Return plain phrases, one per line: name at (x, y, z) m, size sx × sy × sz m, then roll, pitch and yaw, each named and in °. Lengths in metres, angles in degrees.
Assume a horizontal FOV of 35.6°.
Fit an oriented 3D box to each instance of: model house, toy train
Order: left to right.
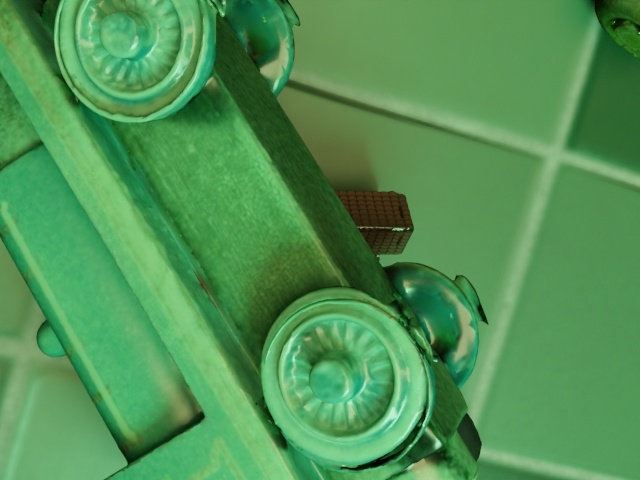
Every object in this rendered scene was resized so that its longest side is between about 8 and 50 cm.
toy train at (-0.062, 0.011, 0.445) m, size 0.194 × 0.120 × 0.298 m, roll -33°, pitch 84°, yaw 21°
model house at (0.000, 0.000, 0.519) m, size 0.083 × 0.058 × 0.057 m, roll 2°, pitch 99°, yaw -13°

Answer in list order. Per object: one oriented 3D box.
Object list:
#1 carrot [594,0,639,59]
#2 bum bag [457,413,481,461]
carrot at (0.253, -0.224, 0.540) m, size 0.078 × 0.078 × 0.298 m, roll 36°, pitch 86°, yaw -16°
bum bag at (-0.017, 0.168, 0.543) m, size 0.123 × 0.060 × 0.248 m, roll 40°, pitch 87°, yaw -15°
